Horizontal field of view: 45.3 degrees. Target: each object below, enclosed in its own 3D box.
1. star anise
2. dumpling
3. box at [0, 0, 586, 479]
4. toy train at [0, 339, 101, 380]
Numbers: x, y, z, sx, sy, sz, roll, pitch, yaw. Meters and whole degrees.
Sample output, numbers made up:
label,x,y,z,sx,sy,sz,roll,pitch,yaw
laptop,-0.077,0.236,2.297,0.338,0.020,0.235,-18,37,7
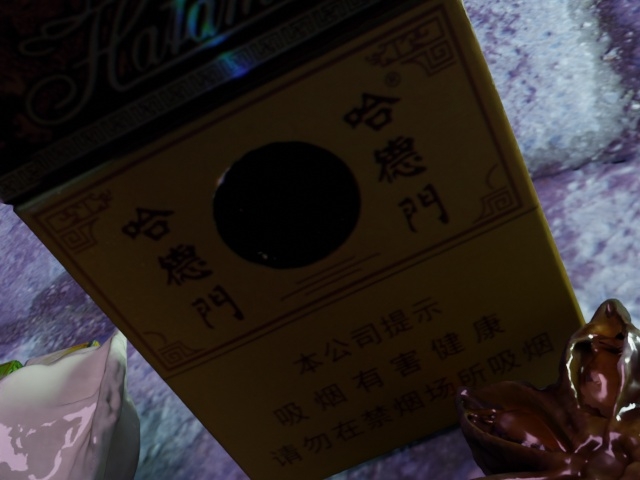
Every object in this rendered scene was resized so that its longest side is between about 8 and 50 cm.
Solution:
label,x,y,z,sx,sy,sz,roll,pitch,yaw
star anise,0.135,0.143,0.407,0.220,0.099,0.214,-39,20,-4
dumpling,-0.225,0.162,0.617,0.252,0.131,0.179,-36,36,34
box,-0.021,-0.039,0.466,0.264,0.415,0.116,-24,33,9
toy train,-0.288,0.151,0.748,0.202,0.060,0.081,-18,29,15
